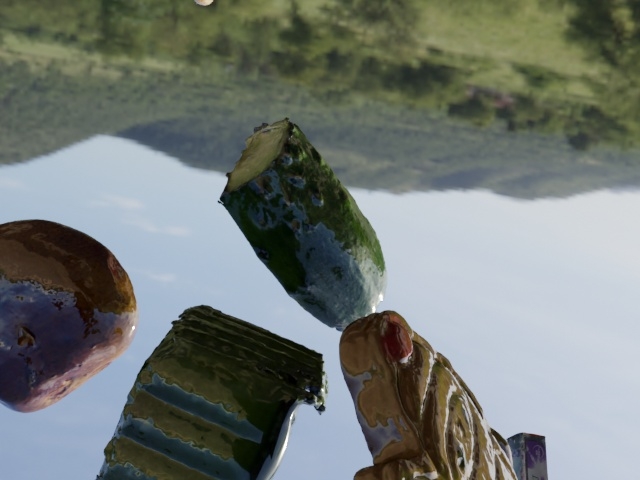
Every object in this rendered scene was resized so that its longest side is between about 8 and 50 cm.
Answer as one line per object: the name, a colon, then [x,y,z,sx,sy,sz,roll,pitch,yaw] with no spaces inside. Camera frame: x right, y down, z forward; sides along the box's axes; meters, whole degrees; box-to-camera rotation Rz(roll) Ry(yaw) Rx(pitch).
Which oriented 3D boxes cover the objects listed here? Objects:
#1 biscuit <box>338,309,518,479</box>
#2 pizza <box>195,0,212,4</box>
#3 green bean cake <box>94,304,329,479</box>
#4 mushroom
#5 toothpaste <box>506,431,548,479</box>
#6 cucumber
biscuit: [0.124,0.242,1.073,0.074,0.381,0.359,-21,-167,16]
pizza: [-0.205,-0.438,1.808,0.041,0.131,0.178,-20,146,4]
green bean cake: [-0.141,0.264,1.411,0.218,0.319,0.335,24,-172,1]
mushroom: [-0.494,0.121,2.031,0.345,0.345,0.259,9,-169,-2]
toothpaste: [0.263,0.339,1.432,0.047,0.196,0.040,10,158,-26]
cucumber: [0.001,0.001,1.558,0.105,0.325,0.145,-12,-145,34]
